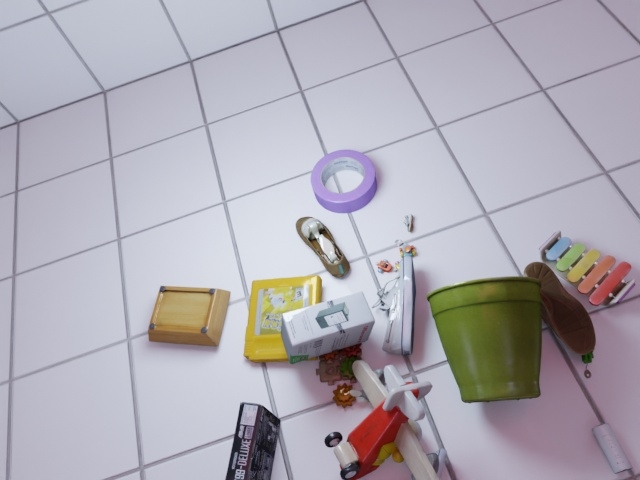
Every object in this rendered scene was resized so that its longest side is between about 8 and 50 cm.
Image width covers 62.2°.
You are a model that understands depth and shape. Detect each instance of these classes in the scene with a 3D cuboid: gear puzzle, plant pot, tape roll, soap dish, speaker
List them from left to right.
[{"bbox_3d":[-0.513,0.284,2.055,0.291,0.118,0.229,2,61,12],"label":"soap dish"},{"bbox_3d":[0.065,0.425,1.894,0.175,0.044,0.339,-8,59,7],"label":"gear puzzle"},{"bbox_3d":[0.100,-0.252,2.255,0.275,0.090,0.275,-5,60,10],"label":"tape roll"},{"bbox_3d":[0.548,0.331,1.697,0.366,0.366,0.353,-7,71,8],"label":"plant pot"},{"bbox_3d":[0.878,0.625,1.601,0.055,0.055,0.136,-18,58,1],"label":"speaker"}]

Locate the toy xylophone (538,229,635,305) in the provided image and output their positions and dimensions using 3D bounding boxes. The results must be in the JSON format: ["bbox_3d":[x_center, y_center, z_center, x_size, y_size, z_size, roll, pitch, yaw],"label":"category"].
[{"bbox_3d":[0.913,0.123,1.870,0.323,0.081,0.236,33,72,26],"label":"toy xylophone"}]

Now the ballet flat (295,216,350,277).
[{"bbox_3d":[0.000,0.000,2.108,0.116,0.124,0.342,-30,59,-6],"label":"ballet flat"}]

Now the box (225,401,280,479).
[{"bbox_3d":[-0.213,0.695,1.682,0.076,0.242,0.307,2,62,13],"label":"box"}]

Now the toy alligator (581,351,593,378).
[{"bbox_3d":[0.882,0.367,1.756,0.051,0.056,0.189,19,57,-24],"label":"toy alligator"}]

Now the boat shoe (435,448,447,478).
[{"bbox_3d":[0.322,0.743,1.633,0.076,0.083,0.226,18,66,20],"label":"boat shoe"}]

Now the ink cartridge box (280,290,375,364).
[{"bbox_3d":[0.020,0.300,1.810,0.289,0.211,0.121,-14,62,-14],"label":"ink cartridge box"}]

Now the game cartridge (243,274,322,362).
[{"bbox_3d":[-0.140,0.292,1.994,0.285,0.052,0.323,-6,59,16],"label":"game cartridge"}]

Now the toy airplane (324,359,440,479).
[{"bbox_3d":[0.226,0.569,1.642,0.384,0.272,0.386,-12,65,47],"label":"toy airplane"}]

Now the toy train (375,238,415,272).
[{"bbox_3d":[0.294,0.063,2.055,0.125,0.046,0.166,26,69,24],"label":"toy train"}]

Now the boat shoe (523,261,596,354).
[{"bbox_3d":[0.802,0.233,1.796,0.122,0.110,0.341,-20,61,-3],"label":"boat shoe"}]

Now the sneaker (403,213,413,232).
[{"bbox_3d":[0.352,-0.066,2.132,0.037,0.032,0.083,-7,53,24],"label":"sneaker"}]

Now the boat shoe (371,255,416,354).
[{"bbox_3d":[0.262,0.229,1.928,0.156,0.136,0.367,0,70,15],"label":"boat shoe"}]
